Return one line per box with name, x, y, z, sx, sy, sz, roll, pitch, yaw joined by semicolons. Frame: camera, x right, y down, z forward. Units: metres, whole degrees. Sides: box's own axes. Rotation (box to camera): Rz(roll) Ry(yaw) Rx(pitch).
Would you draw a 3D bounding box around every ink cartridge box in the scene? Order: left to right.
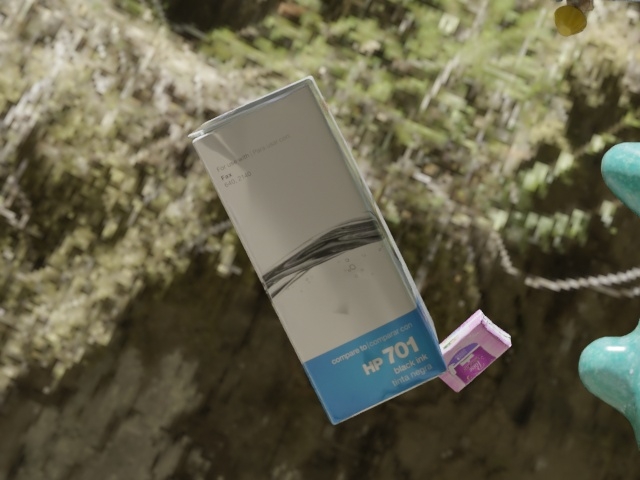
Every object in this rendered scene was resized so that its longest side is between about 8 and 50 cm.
ink cartridge box;0.000;0.000;0.896;0.139;0.082;0.190;-86;152;-81

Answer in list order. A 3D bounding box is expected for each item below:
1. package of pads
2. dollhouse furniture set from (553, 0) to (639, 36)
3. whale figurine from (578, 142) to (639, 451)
package of pads;0.159;0.119;1.545;0.050;0.083;0.032;41;18;-17
dollhouse furniture set;0.378;-0.336;1.678;0.286;0.198;0.303;11;-41;25
whale figurine;0.264;0.049;0.896;0.216;0.272;0.141;-17;-10;8
